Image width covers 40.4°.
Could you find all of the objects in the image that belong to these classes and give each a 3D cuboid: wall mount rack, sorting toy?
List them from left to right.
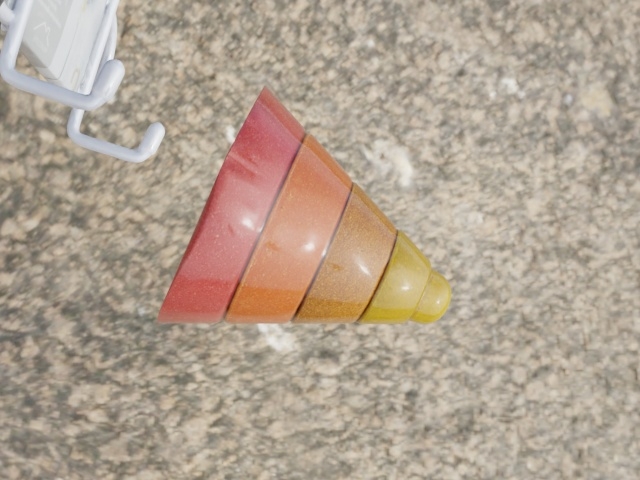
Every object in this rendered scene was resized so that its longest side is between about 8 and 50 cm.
[{"bbox_3d":[-0.167,-0.240,0.781,0.131,0.350,0.304,16,83,1],"label":"wall mount rack"},{"bbox_3d":[0.000,0.000,0.535,0.126,0.365,0.127,24,92,-2],"label":"sorting toy"}]

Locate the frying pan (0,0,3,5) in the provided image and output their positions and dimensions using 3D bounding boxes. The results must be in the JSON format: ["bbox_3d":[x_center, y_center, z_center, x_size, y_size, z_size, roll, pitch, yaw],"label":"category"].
[{"bbox_3d":[-0.174,-0.107,0.325,0.053,0.197,0.326,6,85,9],"label":"frying pan"}]
